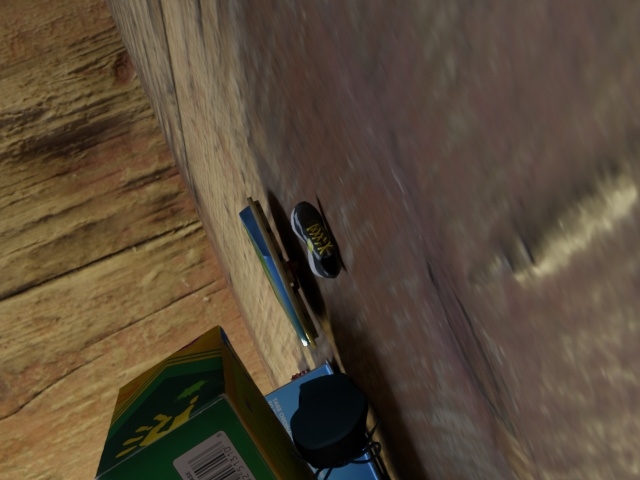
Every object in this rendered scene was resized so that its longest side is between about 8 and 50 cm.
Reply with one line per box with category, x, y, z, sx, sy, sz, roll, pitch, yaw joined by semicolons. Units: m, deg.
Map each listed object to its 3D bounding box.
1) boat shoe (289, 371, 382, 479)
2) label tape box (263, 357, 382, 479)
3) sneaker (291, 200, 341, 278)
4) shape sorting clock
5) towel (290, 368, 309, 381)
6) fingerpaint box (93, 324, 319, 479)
boat shoe;0.025;0.221;1.388;0.258;0.109;0.089;-58;-47;-80
label tape box;0.008;0.319;1.677;0.347;0.115;0.249;93;152;-76
sneaker;0.000;0.000;1.141;0.035;0.031;0.083;23;142;59
shape sorting clock;-0.046;0.039;1.497;0.206;0.040;0.206;63;174;11
towel;0.024;0.385;2.047;0.237;0.037;0.329;99;147;-77
fingerpaint box;-0.058;0.348;1.336;0.444;0.163;0.371;58;179;-9
